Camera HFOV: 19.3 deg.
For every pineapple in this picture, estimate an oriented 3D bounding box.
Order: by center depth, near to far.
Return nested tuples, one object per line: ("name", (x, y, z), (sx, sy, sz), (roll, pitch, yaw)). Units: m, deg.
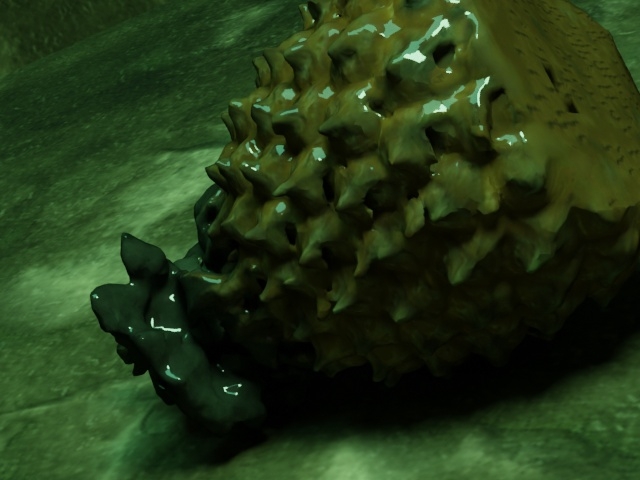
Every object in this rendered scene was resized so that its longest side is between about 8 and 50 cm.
("pineapple", (0.000, 0.002, 1.011), (0.357, 0.223, 0.223), (-34, 13, 28))
